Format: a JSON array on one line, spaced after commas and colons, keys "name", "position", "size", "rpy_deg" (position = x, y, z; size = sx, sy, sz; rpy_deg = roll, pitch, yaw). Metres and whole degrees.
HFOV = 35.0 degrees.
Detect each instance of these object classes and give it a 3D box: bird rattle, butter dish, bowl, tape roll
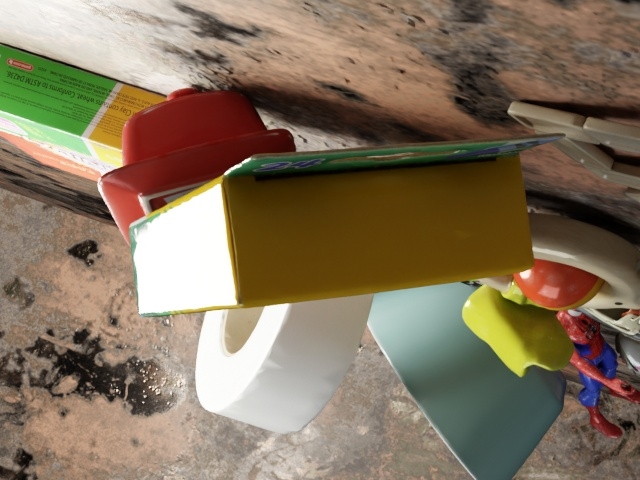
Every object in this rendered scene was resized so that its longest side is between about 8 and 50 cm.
[{"name": "bird rattle", "position": [0.180, 0.009, 0.896], "size": [0.207, 0.143, 0.253], "rpy_deg": [-2, 148, 39]}, {"name": "butter dish", "position": [-0.106, -0.076, 0.866], "size": [0.160, 0.118, 0.160], "rpy_deg": [-14, 157, -4]}, {"name": "bowl", "position": [0.203, 0.158, 1.320], "size": [0.311, 0.163, 0.311], "rpy_deg": [54, -174, -9]}, {"name": "tape roll", "position": [-0.046, 0.083, 1.219], "size": [0.100, 0.286, 0.286], "rpy_deg": [21, 173, -21]}]

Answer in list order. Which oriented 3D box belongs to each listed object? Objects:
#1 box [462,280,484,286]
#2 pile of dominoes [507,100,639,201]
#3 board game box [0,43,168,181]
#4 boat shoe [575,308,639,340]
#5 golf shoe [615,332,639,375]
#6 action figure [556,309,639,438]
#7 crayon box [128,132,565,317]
[{"name": "box", "position": [0.148, 0.013, 1.094], "size": [0.083, 0.052, 0.062], "rpy_deg": [22, 171, -12]}, {"name": "pile of dominoes", "position": [0.261, -0.034, 0.591], "size": [0.196, 0.040, 0.251], "rpy_deg": [25, 179, -41]}, {"name": "board game box", "position": [-0.241, -0.114, 1.111], "size": [0.242, 0.064, 0.316], "rpy_deg": [18, 173, 8]}, {"name": "boat shoe", "position": [0.333, 0.075, 1.113], "size": [0.137, 0.049, 0.043], "rpy_deg": [23, 172, 11]}, {"name": "golf shoe", "position": [0.479, 0.157, 1.335], "size": [0.186, 0.067, 0.086], "rpy_deg": [27, 137, -3]}, {"name": "action figure", "position": [0.366, 0.154, 1.238], "size": [0.139, 0.091, 0.280], "rpy_deg": [18, 154, 43]}, {"name": "crayon box", "position": [0.000, 0.000, 0.707], "size": [0.203, 0.083, 0.323], "rpy_deg": [-6, 176, -22]}]
